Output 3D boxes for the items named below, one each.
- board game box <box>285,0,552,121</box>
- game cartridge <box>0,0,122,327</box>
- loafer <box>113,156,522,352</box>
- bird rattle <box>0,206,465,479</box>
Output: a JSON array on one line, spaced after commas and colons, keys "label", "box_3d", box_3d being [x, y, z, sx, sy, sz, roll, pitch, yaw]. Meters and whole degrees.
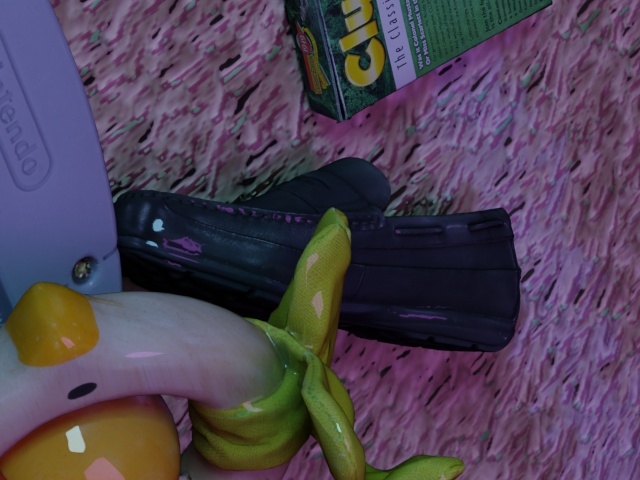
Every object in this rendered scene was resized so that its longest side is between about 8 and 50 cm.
[{"label": "board game box", "box_3d": [0.026, -0.194, 0.848, 0.136, 0.030, 0.259, -31, 124, -30]}, {"label": "game cartridge", "box_3d": [-0.176, -0.019, 0.702, 0.198, 0.062, 0.297, -41, 138, -26]}, {"label": "loafer", "box_3d": [0.000, 0.000, 0.875, 0.223, 0.076, 0.078, 12, 80, -38]}, {"label": "bird rattle", "box_3d": [-0.078, 0.089, 0.767, 0.207, 0.143, 0.253, 18, 131, -40]}]
